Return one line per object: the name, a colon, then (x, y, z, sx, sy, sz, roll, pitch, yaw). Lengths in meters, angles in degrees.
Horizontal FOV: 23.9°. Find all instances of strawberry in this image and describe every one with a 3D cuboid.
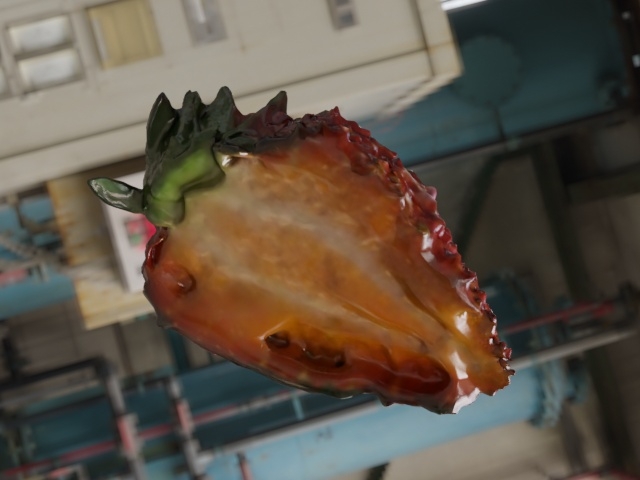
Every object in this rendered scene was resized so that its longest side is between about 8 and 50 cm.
strawberry: (-0.003, -0.002, 0.690, 0.085, 0.192, 0.140, -59, 149, -57)
